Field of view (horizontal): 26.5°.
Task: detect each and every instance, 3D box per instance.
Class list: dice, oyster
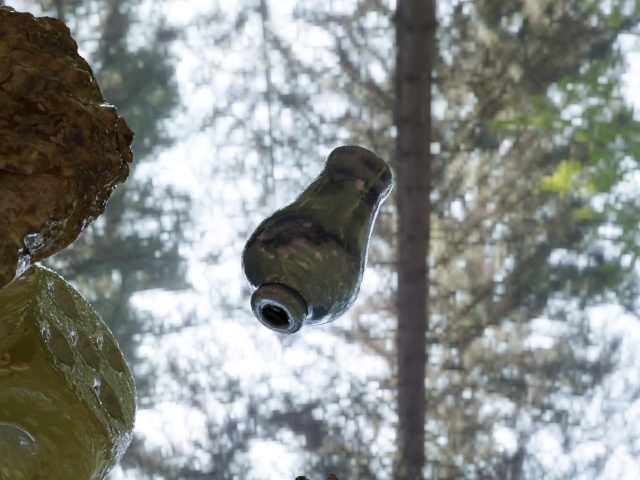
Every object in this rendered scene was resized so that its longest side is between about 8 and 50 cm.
[{"bbox_3d":[-0.373,0.190,1.634,0.238,0.227,0.233,-29,-152,11],"label":"dice"},{"bbox_3d":[-0.294,-0.105,1.359,0.204,0.111,0.396,-18,-122,-4],"label":"oyster"}]

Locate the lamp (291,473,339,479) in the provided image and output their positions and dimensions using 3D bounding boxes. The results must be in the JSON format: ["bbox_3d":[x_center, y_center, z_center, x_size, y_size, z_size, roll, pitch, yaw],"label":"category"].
[{"bbox_3d":[-0.002,0.374,1.587,0.151,0.215,0.223,-13,-179,-18],"label":"lamp"}]

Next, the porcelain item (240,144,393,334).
[{"bbox_3d":[0.000,0.000,1.570,0.141,0.141,0.259,13,-135,21],"label":"porcelain item"}]
